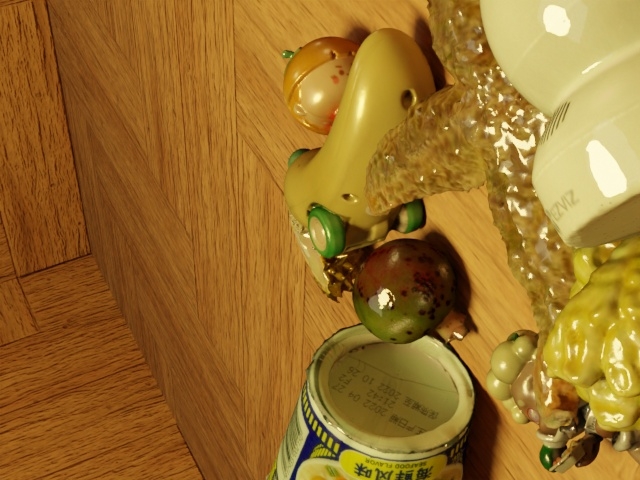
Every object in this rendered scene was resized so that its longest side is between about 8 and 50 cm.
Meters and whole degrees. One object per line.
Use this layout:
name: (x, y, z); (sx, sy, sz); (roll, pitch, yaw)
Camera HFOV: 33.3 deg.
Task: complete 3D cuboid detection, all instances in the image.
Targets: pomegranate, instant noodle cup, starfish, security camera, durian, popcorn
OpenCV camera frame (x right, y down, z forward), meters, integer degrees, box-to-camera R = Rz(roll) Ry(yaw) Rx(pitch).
pomegranate: (0.099, 0.056, 1.185); (0.130, 0.130, 0.130); (52, 153, 41)
instant noodle cup: (0.060, 0.270, 1.298); (0.284, 0.284, 0.312); (54, 147, 38)
starfish: (0.122, -0.085, 0.908); (0.324, 0.082, 0.432); (26, 125, 48)
security camera: (0.192, -0.133, 0.653); (0.194, 0.195, 0.236); (122, 131, -65)
durian: (0.008, -0.010, 1.413); (0.224, 0.078, 0.140); (-122, 9, -58)
popcorn: (0.232, 0.063, 0.759); (0.142, 0.173, 0.173); (30, 160, -7)

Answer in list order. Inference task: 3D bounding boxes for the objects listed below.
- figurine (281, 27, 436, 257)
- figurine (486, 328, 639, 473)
figurine: (0.033, -0.123, 1.180); (0.324, 0.124, 0.222); (111, 139, -56)
figurine: (0.229, 0.148, 0.944); (0.197, 0.093, 0.147); (42, 133, 49)
